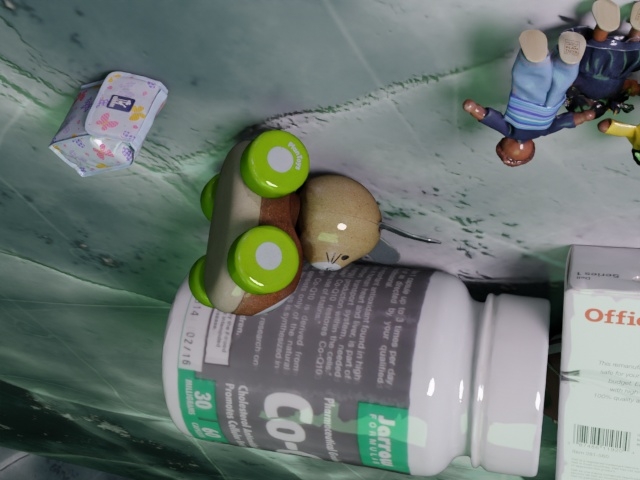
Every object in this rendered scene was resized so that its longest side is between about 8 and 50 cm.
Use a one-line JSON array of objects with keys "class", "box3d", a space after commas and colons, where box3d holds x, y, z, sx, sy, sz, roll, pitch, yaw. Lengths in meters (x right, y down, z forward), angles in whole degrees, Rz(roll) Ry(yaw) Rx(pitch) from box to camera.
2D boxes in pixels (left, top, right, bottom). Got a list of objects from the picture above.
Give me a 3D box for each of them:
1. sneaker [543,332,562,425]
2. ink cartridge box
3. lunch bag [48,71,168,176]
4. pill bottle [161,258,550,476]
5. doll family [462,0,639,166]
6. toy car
[{"class": "sneaker", "box3d": [0.328, 0.213, 0.897, 0.281, 0.106, 0.162, 60, 155, -3]}, {"class": "ink cartridge box", "box3d": [0.296, 0.120, 0.714, 0.160, 0.092, 0.219, 4, 117, 18]}, {"class": "lunch bag", "box3d": [-0.167, -0.096, 0.645, 0.083, 0.071, 0.053, -4, 144, 33]}, {"class": "pill bottle", "box3d": [0.042, 0.125, 0.817, 0.361, 0.204, 0.204, 5, 151, 16]}, {"class": "doll family", "box3d": [0.191, -0.087, 0.510, 0.193, 0.076, 0.111, 15, 157, 7]}, {"class": "toy car", "box3d": [0.000, 0.000, 0.693, 0.188, 0.148, 0.155, 11, 167, -21]}]
